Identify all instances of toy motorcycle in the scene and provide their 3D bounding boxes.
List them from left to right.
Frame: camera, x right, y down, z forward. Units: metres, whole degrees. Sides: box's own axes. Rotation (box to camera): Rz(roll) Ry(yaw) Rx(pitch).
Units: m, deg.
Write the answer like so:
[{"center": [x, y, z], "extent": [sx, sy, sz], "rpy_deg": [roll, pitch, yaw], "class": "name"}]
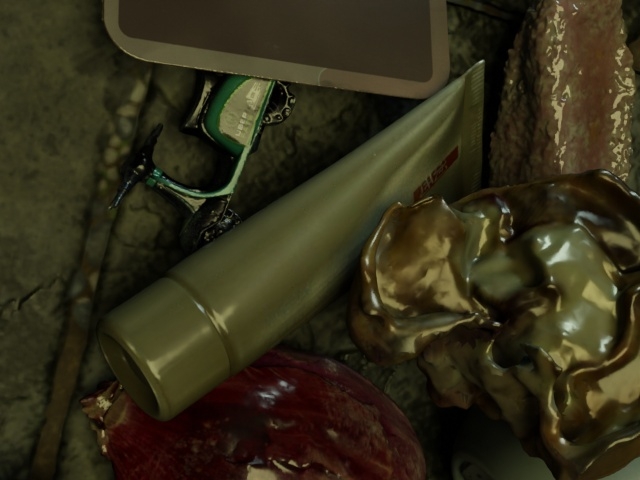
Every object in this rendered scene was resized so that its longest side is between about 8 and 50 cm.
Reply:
[{"center": [-0.081, -0.074, 0.798], "extent": [0.100, 0.058, 0.173], "rpy_deg": [20, 89, -18], "class": "toy motorcycle"}]

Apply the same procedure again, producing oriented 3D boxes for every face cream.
[{"center": [0.000, 0.000, 0.804], "extent": [0.341, 0.084, 0.137], "rpy_deg": [-34, 140, -25], "class": "face cream"}]

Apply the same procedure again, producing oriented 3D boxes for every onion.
[{"center": [-0.047, 0.183, 0.817], "extent": [0.283, 0.120, 0.227], "rpy_deg": [31, 80, -24], "class": "onion"}]

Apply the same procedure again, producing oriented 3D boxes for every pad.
[{"center": [-0.025, -0.197, 0.800], "extent": [0.266, 0.002, 0.176], "rpy_deg": [4, 76, -24], "class": "pad"}]

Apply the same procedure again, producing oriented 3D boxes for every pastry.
[{"center": [0.193, -0.071, 0.891], "extent": [0.102, 0.112, 0.265], "rpy_deg": [-4, 92, -31], "class": "pastry"}]

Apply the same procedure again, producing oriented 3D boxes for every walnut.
[{"center": [0.147, 0.051, 0.793], "extent": [0.238, 0.141, 0.204], "rpy_deg": [32, 72, 10], "class": "walnut"}]

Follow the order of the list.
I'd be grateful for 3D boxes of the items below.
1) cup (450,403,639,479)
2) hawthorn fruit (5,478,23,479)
[{"center": [0.273, 0.159, 0.903], "extent": [0.312, 0.205, 0.206], "rpy_deg": [-28, 108, -16], "class": "cup"}, {"center": [-0.205, 0.237, 0.751], "extent": [0.132, 0.133, 0.138], "rpy_deg": [-22, 120, -19], "class": "hawthorn fruit"}]
